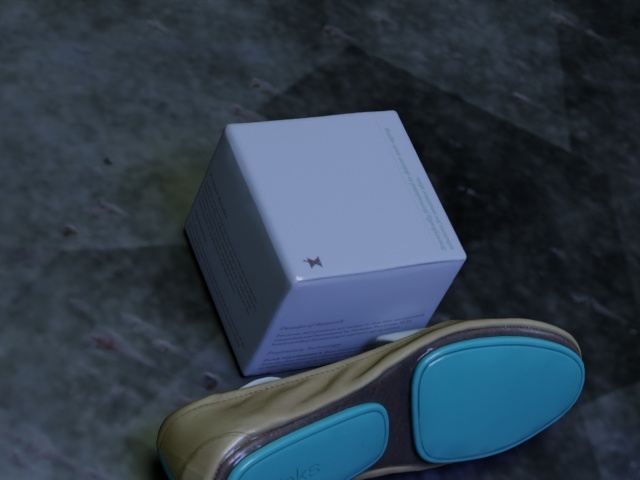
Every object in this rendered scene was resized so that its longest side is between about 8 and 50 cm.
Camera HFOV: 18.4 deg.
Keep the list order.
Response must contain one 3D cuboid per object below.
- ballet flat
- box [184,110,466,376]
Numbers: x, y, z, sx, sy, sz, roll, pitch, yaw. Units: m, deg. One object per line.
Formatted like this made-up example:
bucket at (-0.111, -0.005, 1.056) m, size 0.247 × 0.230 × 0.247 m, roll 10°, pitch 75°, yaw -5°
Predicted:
ballet flat at (0.025, 0.076, 0.964) m, size 0.232 × 0.080 × 0.073 m, roll -14°, pitch 30°, yaw -33°
box at (0.000, 0.000, 1.001) m, size 0.102 × 0.087 × 0.101 m, roll -7°, pitch 57°, yaw -26°
